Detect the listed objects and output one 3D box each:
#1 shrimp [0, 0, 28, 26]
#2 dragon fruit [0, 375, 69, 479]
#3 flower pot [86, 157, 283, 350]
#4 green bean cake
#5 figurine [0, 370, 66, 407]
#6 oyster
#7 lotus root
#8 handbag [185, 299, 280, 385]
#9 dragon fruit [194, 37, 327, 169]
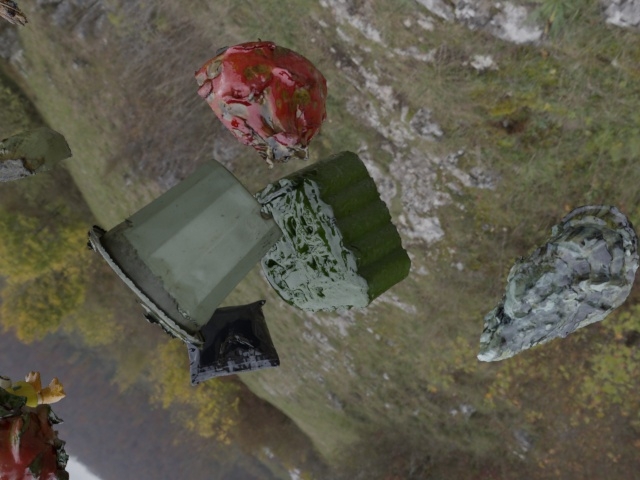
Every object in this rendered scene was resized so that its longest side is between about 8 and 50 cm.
[{"bbox_3d":[-0.739,-0.515,1.244,0.236,0.053,0.133,17,171,-19],"label":"shrimp"},{"bbox_3d":[-0.502,0.291,0.897,0.198,0.200,0.269,23,121,59],"label":"dragon fruit"},{"bbox_3d":[-0.221,0.007,1.036,0.290,0.259,0.290,45,172,8],"label":"flower pot"},{"bbox_3d":[0.000,0.000,1.291,0.335,0.218,0.319,-22,97,56],"label":"green bean cake"},{"bbox_3d":[-0.815,0.426,1.430,0.215,0.344,0.187,-15,94,35],"label":"figurine"},{"bbox_3d":[0.412,0.092,1.038,0.158,0.351,0.162,40,-171,-38],"label":"oyster"},{"bbox_3d":[-0.523,-0.150,1.018,0.144,0.143,0.070,-117,12,-69],"label":"lotus root"},{"bbox_3d":[-0.253,0.278,1.631,0.088,0.254,0.211,118,141,-58],"label":"handbag"},{"bbox_3d":[-0.065,-0.227,1.030,0.262,0.211,0.134,9,148,-39],"label":"dragon fruit"}]
